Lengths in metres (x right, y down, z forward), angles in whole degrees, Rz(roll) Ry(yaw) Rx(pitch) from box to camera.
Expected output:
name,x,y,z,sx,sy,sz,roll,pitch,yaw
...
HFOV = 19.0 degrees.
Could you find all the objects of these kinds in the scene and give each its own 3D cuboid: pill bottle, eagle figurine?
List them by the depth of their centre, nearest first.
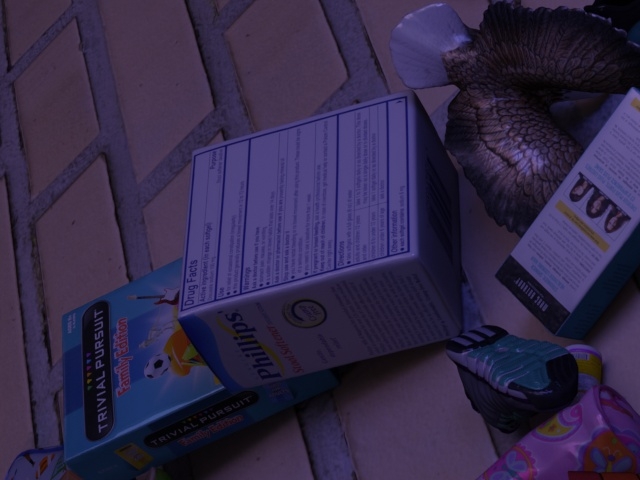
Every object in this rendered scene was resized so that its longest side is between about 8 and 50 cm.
name,x,y,z,sx,sy,sz,roll,pitch,yaw
pill bottle,0.255,0.147,1.889,0.043,0.043,0.083,-24,45,40
eagle figurine,0.231,-0.158,2.064,0.225,0.226,0.298,-31,30,1

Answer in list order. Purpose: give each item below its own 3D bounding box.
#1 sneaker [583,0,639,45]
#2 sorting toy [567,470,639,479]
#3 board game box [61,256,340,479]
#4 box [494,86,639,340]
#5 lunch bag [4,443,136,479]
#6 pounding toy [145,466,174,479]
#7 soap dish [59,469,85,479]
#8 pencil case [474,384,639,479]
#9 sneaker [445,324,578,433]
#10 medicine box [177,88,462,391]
name,x,y,z,sx,sy,sz,roll,pitch,yaw
sneaker,0.381,-0.335,2.080,0.108,0.121,0.302,2,63,53
sorting toy,0.323,0.327,1.557,0.126,0.127,0.365,-23,56,3
board game box,-0.154,0.131,2.323,0.336,0.079,0.254,-25,40,14
box,0.288,-0.025,1.922,0.100,0.060,0.244,47,111,34
lunch bag,-0.350,0.397,2.395,0.243,0.115,0.303,-18,47,54
pounding toy,-0.172,0.366,2.228,0.237,0.110,0.183,143,144,-81
soap dish,-0.228,0.425,2.052,0.229,0.291,0.118,-52,0,5
pencil case,0.198,0.262,1.798,0.284,0.124,0.124,-45,34,18
sneaker,0.202,0.153,1.901,0.083,0.098,0.223,-20,16,-14
medicine box,0.000,0.000,2.166,0.289,0.149,0.263,-15,44,17
